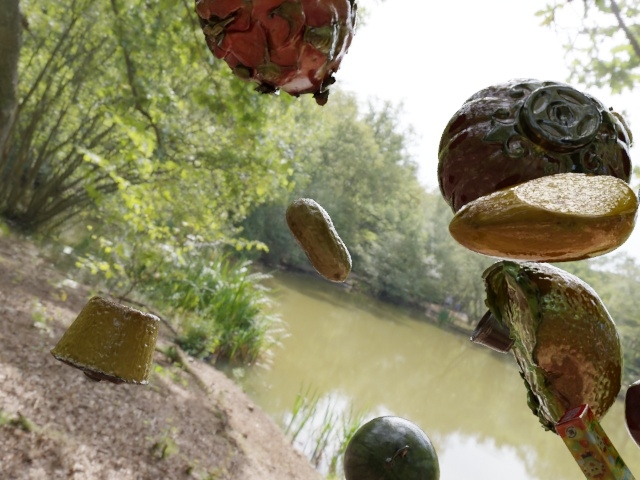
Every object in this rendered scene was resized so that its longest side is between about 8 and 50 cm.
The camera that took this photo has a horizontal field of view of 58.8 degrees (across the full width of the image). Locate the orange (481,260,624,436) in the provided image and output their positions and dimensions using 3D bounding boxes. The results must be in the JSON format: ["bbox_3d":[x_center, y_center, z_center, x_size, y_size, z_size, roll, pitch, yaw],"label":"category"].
[{"bbox_3d":[0.415,0.175,1.026,0.334,0.196,0.262,60,-8,-10],"label":"orange"}]

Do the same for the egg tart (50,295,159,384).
[{"bbox_3d":[-0.450,0.218,1.212,0.215,0.170,0.215,17,-12,4],"label":"egg tart"}]

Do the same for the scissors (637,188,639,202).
[{"bbox_3d":[0.825,-0.115,1.466,0.036,0.083,0.006,-9,-61,36],"label":"scissors"}]

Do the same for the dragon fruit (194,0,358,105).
[{"bbox_3d":[-0.089,-0.430,1.022,0.314,0.296,0.263,41,16,19],"label":"dragon fruit"}]

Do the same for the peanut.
[{"bbox_3d":[0.000,0.000,1.331,0.226,0.095,0.108,57,13,-9],"label":"peanut"}]

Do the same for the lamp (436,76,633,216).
[{"bbox_3d":[0.340,-0.123,0.924,0.303,0.303,0.257,23,-27,10],"label":"lamp"}]

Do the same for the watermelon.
[{"bbox_3d":[0.202,0.647,1.627,0.279,0.279,0.359,23,-21,16],"label":"watermelon"}]

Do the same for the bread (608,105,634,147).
[{"bbox_3d":[0.775,-0.280,1.596,0.136,0.241,0.107,62,-33,4],"label":"bread"}]

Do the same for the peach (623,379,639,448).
[{"bbox_3d":[0.577,0.291,0.938,0.152,0.152,0.152,23,0,0],"label":"peach"}]

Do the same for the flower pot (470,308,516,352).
[{"bbox_3d":[0.440,0.230,1.411,0.089,0.111,0.111,33,1,9],"label":"flower pot"}]

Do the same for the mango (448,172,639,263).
[{"bbox_3d":[0.265,-0.019,0.688,0.217,0.102,0.141,-5,27,2],"label":"mango"}]

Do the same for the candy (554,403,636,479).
[{"bbox_3d":[0.367,0.285,0.754,0.062,0.038,0.122,-8,64,-55],"label":"candy"}]
